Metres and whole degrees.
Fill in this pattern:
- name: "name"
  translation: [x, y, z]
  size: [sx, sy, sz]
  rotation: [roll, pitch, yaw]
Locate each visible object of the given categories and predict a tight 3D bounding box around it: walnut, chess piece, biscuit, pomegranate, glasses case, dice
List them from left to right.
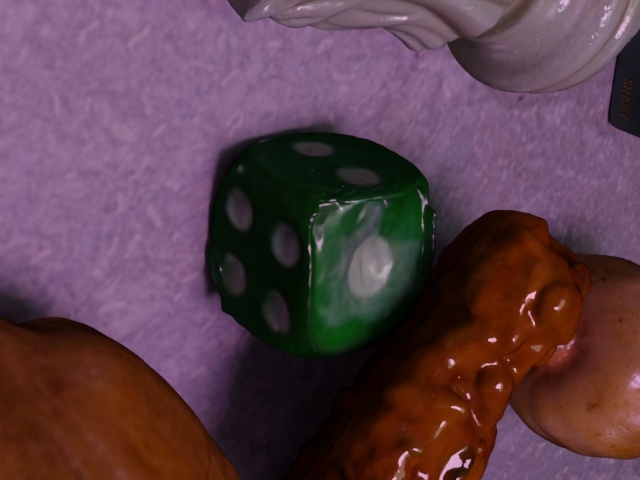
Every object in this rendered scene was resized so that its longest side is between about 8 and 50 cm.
- name: "walnut"
  translation: [-0.152, 0.168, 0.852]
  size: [0.209, 0.209, 0.336]
  rotation: [-41, 128, -25]
- name: "dice"
  translation: [0.000, 0.000, 0.981]
  size: [0.131, 0.120, 0.128]
  rotation: [-17, 126, -40]
- name: "biscuit"
  translation: [0.082, 0.123, 1.062]
  size: [0.312, 0.110, 0.318]
  rotation: [-54, -178, -9]
- name: "chess piece"
  translation: [0.077, -0.202, 0.924]
  size: [0.298, 0.175, 0.176]
  rotation: [6, 108, -43]
- name: "pomegranate"
  translation: [0.266, 0.106, 1.284]
  size: [0.207, 0.207, 0.207]
  rotation: [-27, 130, -37]
- name: "glasses case"
  translation: [0.321, -0.183, 1.268]
  size: [0.039, 0.077, 0.184]
  rotation: [-24, 128, -38]
